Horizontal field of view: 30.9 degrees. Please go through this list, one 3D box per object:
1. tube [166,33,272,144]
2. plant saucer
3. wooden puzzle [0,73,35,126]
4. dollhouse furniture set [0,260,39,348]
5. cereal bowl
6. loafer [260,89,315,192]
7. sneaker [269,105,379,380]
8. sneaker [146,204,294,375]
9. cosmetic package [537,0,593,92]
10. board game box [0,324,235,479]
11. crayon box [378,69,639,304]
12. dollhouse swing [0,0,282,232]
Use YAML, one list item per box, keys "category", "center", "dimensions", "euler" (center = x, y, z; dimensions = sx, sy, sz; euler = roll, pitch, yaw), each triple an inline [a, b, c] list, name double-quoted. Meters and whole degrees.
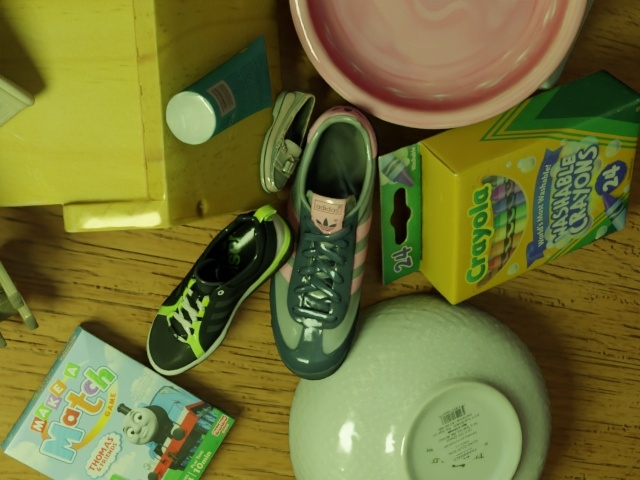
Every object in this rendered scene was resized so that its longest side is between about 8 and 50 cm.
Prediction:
- category: "tube"
  center: [-0.090, -0.153, 1.191]
  dimensions: [0.052, 0.207, 0.080]
  euler: [6, 112, 18]
- category: "plant saucer"
  center: [0.129, -0.294, 1.294]
  dimensions: [0.332, 0.084, 0.332]
  euler: [0, 108, -1]
- category: "wooden puzzle"
  center: [-0.425, -0.119, 1.080]
  dimensions: [0.239, 0.044, 0.221]
  euler: [-30, 142, 20]
- category: "dollhouse furniture set"
  center: [-0.429, 0.041, 1.138]
  dimensions: [0.212, 0.242, 0.161]
  euler: [-31, 72, -14]
- category: "cereal bowl"
  center: [0.141, 0.237, 1.404]
  dimensions: [0.339, 0.141, 0.339]
  euler: [-2, 97, -20]
- category: "loafer"
  center: [-0.036, -0.113, 1.297]
  dimensions: [0.045, 0.039, 0.125]
  euler: [41, 55, -55]
- category: "sneaker"
  center: [0.000, 0.000, 1.311]
  dimensions: [0.112, 0.131, 0.319]
  euler: [6, 85, 3]
- category: "sneaker"
  center: [-0.127, 0.048, 1.274]
  dimensions: [0.084, 0.097, 0.234]
  euler: [42, 100, 22]
- category: "cosmetic package"
  center: [0.271, -0.307, 1.408]
  dimensions: [0.117, 0.085, 0.231]
  euler: [24, 87, 21]
- category: "board game box"
  center: [-0.227, 0.218, 1.313]
  dimensions: [0.211, 0.039, 0.160]
  euler: [34, 83, -20]
- category: "crayon box"
  center: [0.229, -0.055, 1.389]
  dimensions: [0.323, 0.083, 0.203]
  euler: [-22, 134, -19]
- category: "dollhouse swing"
  center: [-0.251, -0.193, 1.255]
  dimensions: [0.315, 0.305, 0.347]
  euler: [-16, 104, -61]
